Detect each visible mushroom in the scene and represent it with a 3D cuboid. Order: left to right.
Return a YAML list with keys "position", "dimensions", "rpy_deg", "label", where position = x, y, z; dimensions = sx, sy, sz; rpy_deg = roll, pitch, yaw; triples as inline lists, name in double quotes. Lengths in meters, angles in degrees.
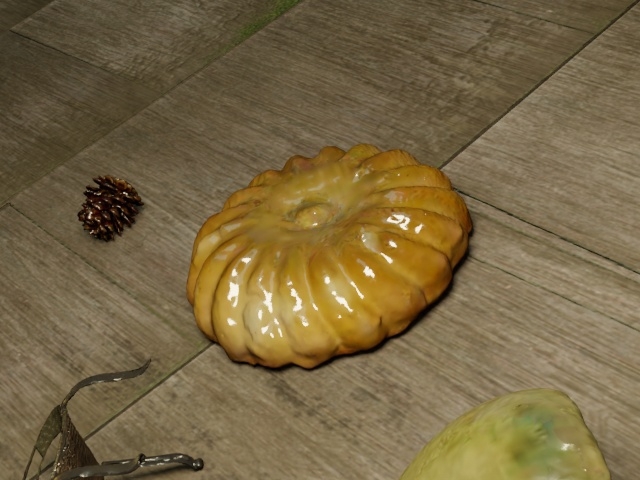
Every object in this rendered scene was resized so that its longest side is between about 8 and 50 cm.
- position: [0.118, 0.241, 0.974]
  dimensions: [0.217, 0.212, 0.292]
  rpy_deg: [-11, 44, 1]
  label: "mushroom"

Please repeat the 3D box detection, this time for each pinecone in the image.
- position: [-0.263, -0.040, 1.606]
  dimensions: [0.077, 0.077, 0.083]
  rpy_deg: [4, 65, 29]
  label: "pinecone"

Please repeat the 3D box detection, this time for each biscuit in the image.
- position: [0.000, 0.000, 1.410]
  dimensions: [0.326, 0.107, 0.325]
  rpy_deg: [-16, 35, 12]
  label: "biscuit"

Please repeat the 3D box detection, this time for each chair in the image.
- position: [-0.227, 0.228, 1.195]
  dimensions: [0.213, 0.149, 0.174]
  rpy_deg: [-18, 38, 11]
  label: "chair"
